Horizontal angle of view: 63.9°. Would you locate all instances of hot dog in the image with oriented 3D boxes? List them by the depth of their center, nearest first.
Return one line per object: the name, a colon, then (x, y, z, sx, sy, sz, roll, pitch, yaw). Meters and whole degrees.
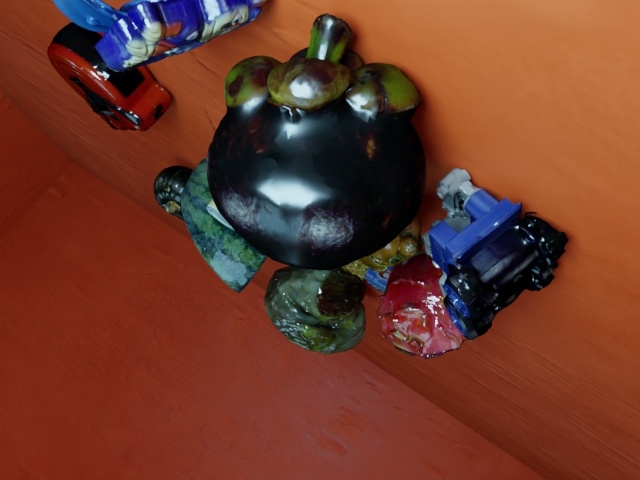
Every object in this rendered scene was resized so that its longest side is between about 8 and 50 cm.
hot dog: (0.120, 0.005, 0.876, 0.072, 0.109, 0.269, 50, 177, 0)

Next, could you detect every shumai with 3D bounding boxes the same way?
shumai: (0.017, 0.139, 1.447, 0.310, 0.303, 0.263, 6, 143, -22)

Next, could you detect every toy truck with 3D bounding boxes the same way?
toy truck: (0.216, 0.017, 0.724, 0.177, 0.161, 0.213, 50, 174, 29)

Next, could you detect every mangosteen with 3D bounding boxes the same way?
mangosteen: (0.003, -0.112, 0.628, 0.288, 0.287, 0.233, 27, -169, 30)

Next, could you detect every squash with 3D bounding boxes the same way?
squash: (-0.422, -0.142, 1.590, 0.193, 0.155, 0.193, 9, 162, 3)

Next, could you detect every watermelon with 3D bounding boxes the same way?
watermelon: (-0.210, -0.040, 1.261, 0.283, 0.250, 0.292, 37, 163, 14)

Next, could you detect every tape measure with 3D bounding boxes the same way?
tape measure: (-0.465, -0.348, 1.123, 0.253, 0.114, 0.260, 17, 156, 49)

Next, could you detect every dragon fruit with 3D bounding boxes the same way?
dragon fruit: (0.193, 0.119, 0.995, 0.262, 0.163, 0.189, -12, 90, 52)

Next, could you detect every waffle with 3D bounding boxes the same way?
waffle: (0.063, 0.032, 1.270, 0.191, 0.038, 0.191, 33, 163, 12)

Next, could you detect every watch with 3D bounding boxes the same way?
watch: (-0.205, -0.309, 0.582, 0.171, 0.196, 0.200, 0, 121, 50)

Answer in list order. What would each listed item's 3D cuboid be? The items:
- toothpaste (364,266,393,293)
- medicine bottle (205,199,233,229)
toothpaste: (0.228, 0.126, 1.142, 0.272, 0.066, 0.053, 29, 164, 24)
medicine bottle: (-0.085, -0.116, 0.793, 0.074, 0.218, 0.074, 32, 165, 10)
